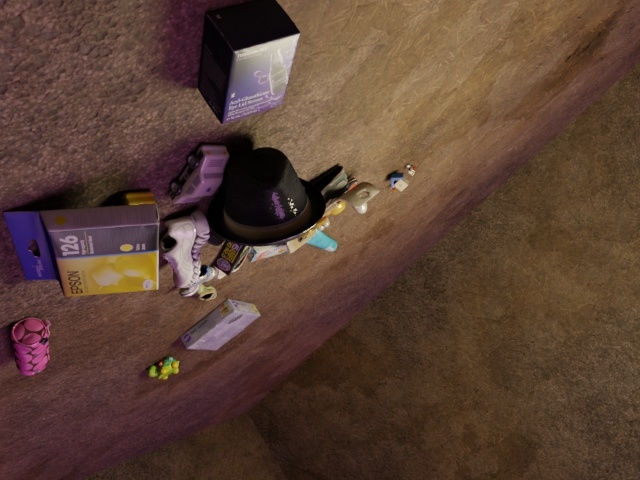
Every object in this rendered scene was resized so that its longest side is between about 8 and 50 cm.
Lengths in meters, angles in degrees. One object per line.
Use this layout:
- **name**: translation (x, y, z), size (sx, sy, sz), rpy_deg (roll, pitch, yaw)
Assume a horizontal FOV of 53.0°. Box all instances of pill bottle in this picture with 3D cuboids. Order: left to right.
- **pill bottle**: translation (-0.272, -0.055, 1.808), size (0.137, 0.078, 0.078), rpy_deg (-45, 159, 26)

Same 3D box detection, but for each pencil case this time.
- **pencil case**: translation (-0.786, 0.291, 1.753), size (0.098, 0.095, 0.209), rpy_deg (-40, 170, -38)

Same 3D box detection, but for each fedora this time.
- **fedora**: translation (-0.145, -0.129, 1.596), size (0.334, 0.334, 0.153), rpy_deg (-27, 128, -24)

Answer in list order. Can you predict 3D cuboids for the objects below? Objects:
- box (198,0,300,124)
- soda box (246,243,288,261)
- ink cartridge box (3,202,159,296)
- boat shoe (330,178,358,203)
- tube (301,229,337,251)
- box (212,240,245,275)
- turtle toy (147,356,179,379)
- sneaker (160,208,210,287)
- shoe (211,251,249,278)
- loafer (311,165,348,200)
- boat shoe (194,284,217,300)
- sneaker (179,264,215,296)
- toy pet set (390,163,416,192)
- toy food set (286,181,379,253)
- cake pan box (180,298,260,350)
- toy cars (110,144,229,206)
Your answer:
- **box**: translation (-0.147, -0.354, 1.273), size (0.153, 0.108, 0.207), rpy_deg (-25, 159, -26)
- **soda box**: translation (-0.174, 0.016, 2.164), size (0.183, 0.063, 0.058), rpy_deg (-16, 153, -44)
- **ink cartridge box**: translation (-0.524, 0.032, 1.453), size (0.307, 0.072, 0.304), rpy_deg (-6, 151, -18)
- **boat shoe**: translation (0.089, -0.158, 2.227), size (0.049, 0.043, 0.137), rpy_deg (-5, 143, -53)
- **tube**: translation (0.000, 0.000, 2.448), size (0.080, 0.052, 0.207), rpy_deg (-44, 154, 10)
- **box**: translation (-0.185, -0.053, 1.812), size (0.216, 0.060, 0.270), rpy_deg (-54, -178, 42)
- **turtle toy**: translation (-0.626, 0.512, 2.566), size (0.130, 0.066, 0.095), rpy_deg (-26, 159, -24)
- **sneaker**: translation (-0.394, 0.030, 1.790), size (0.118, 0.110, 0.292), rpy_deg (-14, 144, -31)
- **shoe**: translation (-0.291, 0.066, 2.090), size (0.076, 0.058, 0.219), rpy_deg (-13, 151, -47)
- **loafer**: translation (-0.025, -0.151, 2.014), size (0.267, 0.096, 0.084), rpy_deg (-34, 142, -25)
- **boat shoe**: translation (-0.395, 0.188, 2.218), size (0.056, 0.048, 0.153), rpy_deg (-35, 161, 0)
- **sneaker**: translation (-0.406, 0.125, 2.068), size (0.135, 0.052, 0.058), rpy_deg (-40, 152, -8)
- **toy pet set**: translation (0.289, -0.233, 2.396), size (0.122, 0.065, 0.114), rpy_deg (-45, -166, 33)
- **toy food set**: translation (0.040, -0.071, 2.125), size (0.306, 0.092, 0.219), rpy_deg (-35, -178, 31)
- **cake pan box**: translation (-0.397, 0.344, 2.558), size (0.266, 0.070, 0.245), rpy_deg (-39, 158, 10)
- **toy cars**: translation (-0.373, -0.086, 1.554), size (0.393, 0.087, 0.176), rpy_deg (-34, 161, -6)
